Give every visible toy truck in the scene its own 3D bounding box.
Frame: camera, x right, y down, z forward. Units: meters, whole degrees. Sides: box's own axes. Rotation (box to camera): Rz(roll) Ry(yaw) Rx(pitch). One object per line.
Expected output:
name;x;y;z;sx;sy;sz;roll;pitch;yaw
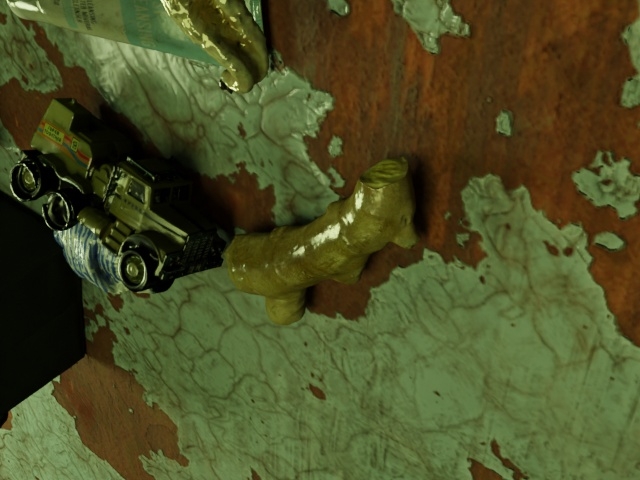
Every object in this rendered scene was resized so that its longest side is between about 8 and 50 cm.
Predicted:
toy truck;-0.223;-0.053;1.030;0.257;0.127;0.127;39;116;22

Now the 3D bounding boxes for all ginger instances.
ginger;-0.002;0.002;0.913;0.118;0.065;0.299;43;141;-10

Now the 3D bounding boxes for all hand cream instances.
hand cream;-0.188;-0.235;0.915;0.312;0.070;0.111;15;124;30

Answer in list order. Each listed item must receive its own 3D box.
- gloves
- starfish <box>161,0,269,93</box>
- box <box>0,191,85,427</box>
gloves;-0.274;-0.002;1.146;0.229;0.097;0.119;21;100;36
starfish;-0.081;-0.365;0.670;0.324;0.082;0.432;-34;97;20
box;-0.534;0.066;1.330;0.345;0.204;0.251;29;133;24
